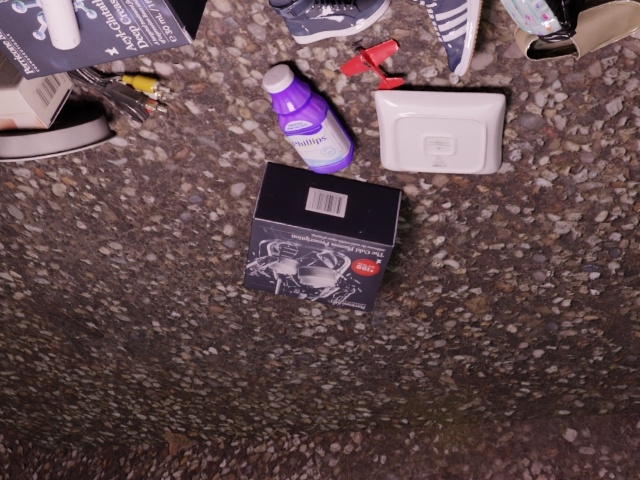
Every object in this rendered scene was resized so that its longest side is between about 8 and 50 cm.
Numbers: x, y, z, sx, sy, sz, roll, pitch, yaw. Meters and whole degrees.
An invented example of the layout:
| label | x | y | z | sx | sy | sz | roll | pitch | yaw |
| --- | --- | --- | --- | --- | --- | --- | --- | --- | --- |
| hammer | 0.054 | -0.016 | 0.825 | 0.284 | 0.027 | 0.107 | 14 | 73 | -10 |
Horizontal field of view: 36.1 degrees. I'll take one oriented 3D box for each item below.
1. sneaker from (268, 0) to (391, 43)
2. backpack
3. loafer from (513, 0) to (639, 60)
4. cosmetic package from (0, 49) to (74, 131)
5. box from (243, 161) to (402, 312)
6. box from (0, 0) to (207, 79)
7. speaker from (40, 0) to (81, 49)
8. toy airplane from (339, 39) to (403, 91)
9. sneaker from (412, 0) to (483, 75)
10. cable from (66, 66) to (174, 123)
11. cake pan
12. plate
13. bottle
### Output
| label | x | y | z | sx | sy | sz | roll | pitch | yaw |
| --- | --- | --- | --- | --- | --- | --- | --- | --- | --- |
| sneaker | 0.007 | -0.468 | 1.879 | 0.226 | 0.086 | 0.163 | -11 | 142 | 29 |
| backpack | 0.388 | -0.455 | 1.761 | 0.115 | 0.152 | 0.182 | -20 | 129 | 41 |
| loafer | 0.498 | -0.394 | 1.851 | 0.268 | 0.092 | 0.102 | -12 | 138 | 28 |
| cosmetic package | -0.719 | -0.331 | 2.167 | 0.296 | 0.153 | 0.129 | 2 | 143 | 25 |
| box | 0.000 | 0.000 | 2.439 | 0.343 | 0.179 | 0.313 | 12 | 145 | -1 |
| box | -0.451 | -0.505 | 1.839 | 0.395 | 0.212 | 0.293 | -7 | 141 | 24 |
| speaker | -0.466 | -0.408 | 1.747 | 0.055 | 0.055 | 0.136 | 7 | 144 | 5 |
| toy airplane | 0.113 | -0.359 | 2.050 | 0.151 | 0.028 | 0.151 | 8 | 145 | 6 |
| sneaker | 0.226 | -0.436 | 1.858 | 0.153 | 0.099 | 0.282 | 6 | 141 | 5 |
| cable | -0.471 | -0.356 | 2.201 | 0.287 | 0.072 | 0.139 | 27 | 152 | -1 |
| cake pan | -0.610 | -0.239 | 2.215 | 0.293 | 0.293 | 0.054 | -2 | 108 | 17 |
| plate | 0.263 | -0.225 | 2.161 | 0.277 | 0.045 | 0.278 | 2 | 149 | 9 |
| bottle | -0.030 | -0.266 | 2.157 | 0.118 | 0.092 | 0.283 | -9 | 140 | 27 |
